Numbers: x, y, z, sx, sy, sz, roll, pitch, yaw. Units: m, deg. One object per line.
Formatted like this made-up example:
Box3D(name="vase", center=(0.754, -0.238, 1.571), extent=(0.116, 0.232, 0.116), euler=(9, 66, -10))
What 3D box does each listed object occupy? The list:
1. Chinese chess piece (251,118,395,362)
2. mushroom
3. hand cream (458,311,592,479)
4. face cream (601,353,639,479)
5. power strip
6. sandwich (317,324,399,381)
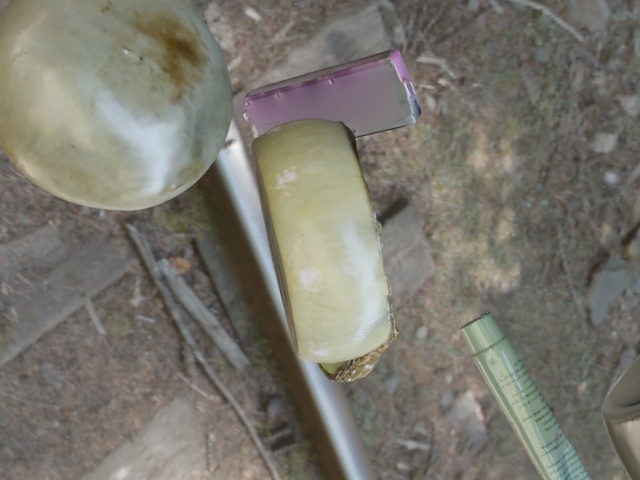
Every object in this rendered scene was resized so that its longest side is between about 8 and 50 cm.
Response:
Box3D(name="Chinese chess piece", center=(0.000, 0.000, 1.045), extent=(0.104, 0.257, 0.257), euler=(-13, 115, -5))
Box3D(name="mushroom", center=(-0.190, -0.134, 0.901), extent=(0.226, 0.178, 0.227), euler=(7, 72, -22))
Box3D(name="hand cream", center=(0.299, 0.252, 1.382), extent=(0.085, 0.058, 0.331), euler=(-26, 82, -42))
Box3D(name="face cream", center=(0.546, 0.264, 1.209), extent=(0.357, 0.312, 0.219), euler=(41, 37, -3))
Box3D(name="power strip", center=(0.016, -0.199, 1.471), extent=(0.109, 0.278, 0.037), euler=(64, 33, -26))
Box3D(name="sandwich", center=(0.028, 0.093, 1.628), extent=(0.087, 0.251, 0.226), euler=(-12, 154, -26))
